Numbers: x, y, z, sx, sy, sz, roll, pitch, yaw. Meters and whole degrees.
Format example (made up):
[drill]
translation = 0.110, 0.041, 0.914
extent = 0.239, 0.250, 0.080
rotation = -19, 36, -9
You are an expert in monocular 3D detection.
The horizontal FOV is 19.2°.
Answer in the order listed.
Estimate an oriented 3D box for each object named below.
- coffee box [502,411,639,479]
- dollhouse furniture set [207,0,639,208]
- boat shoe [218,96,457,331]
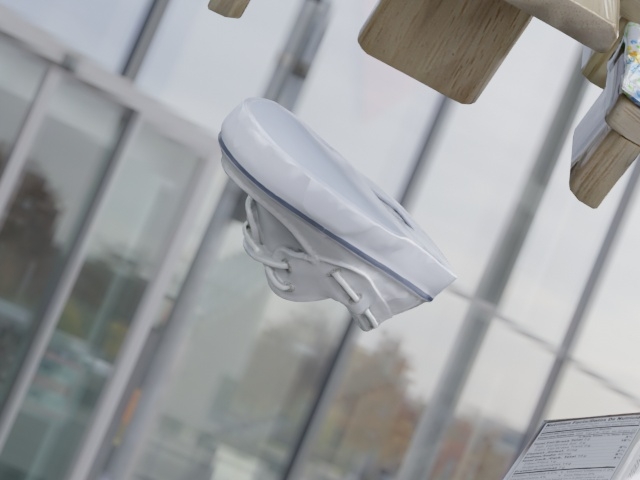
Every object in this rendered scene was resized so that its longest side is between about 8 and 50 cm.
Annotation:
[coffee box]
translation = 0.220, 0.284, 1.629
extent = 0.119, 0.168, 0.297
rotation = -8, 15, 26
[dollhouse furniture set]
translation = 0.078, -0.155, 0.612
extent = 0.212, 0.161, 0.242
rotation = 27, 35, -9
[boat shoe]
translation = 0.000, 0.000, 1.117
extent = 0.095, 0.084, 0.258
rotation = 54, 10, 34
